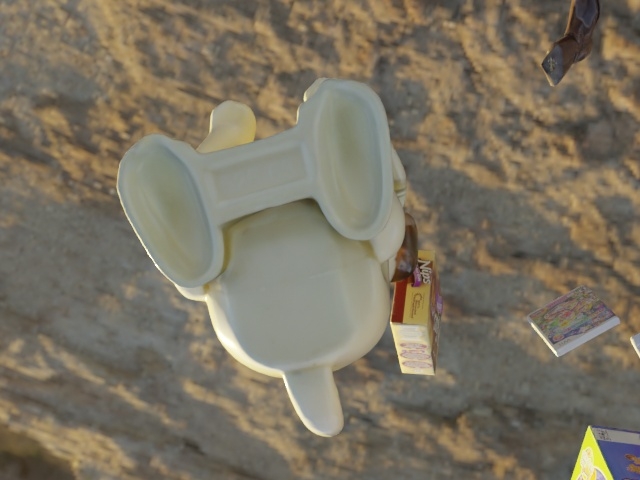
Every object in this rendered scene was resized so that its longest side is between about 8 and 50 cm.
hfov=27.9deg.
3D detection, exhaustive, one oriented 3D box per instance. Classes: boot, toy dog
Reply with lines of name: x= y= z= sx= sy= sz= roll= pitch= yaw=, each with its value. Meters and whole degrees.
boot: x=0.304 y=-0.254 z=1.577 sx=0.037 sy=0.114 sz=0.106 roll=12 pitch=121 yaw=32
toy dog: x=0.000 y=0.000 z=1.492 sx=0.284 sy=0.395 sz=0.408 roll=-25 pitch=180 yaw=8

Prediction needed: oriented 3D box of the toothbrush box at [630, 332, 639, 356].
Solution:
toothbrush box: x=0.344 y=0.128 z=0.724 sx=0.216 sy=0.295 sz=0.126 roll=-33 pitch=131 yaw=11

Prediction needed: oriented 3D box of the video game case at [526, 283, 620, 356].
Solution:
video game case: x=0.313 y=0.098 z=1.604 sx=0.087 sy=0.122 sz=0.011 roll=-29 pitch=109 yaw=1

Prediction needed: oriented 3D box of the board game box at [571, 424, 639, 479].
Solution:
board game box: x=0.319 y=0.382 z=1.306 sx=0.078 sy=0.347 sz=0.233 roll=9 pitch=113 yaw=-7

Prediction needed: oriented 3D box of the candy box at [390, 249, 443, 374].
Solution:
candy box: x=0.132 y=0.100 z=1.745 sx=0.053 sy=0.109 sz=0.187 roll=3 pitch=154 yaw=12
